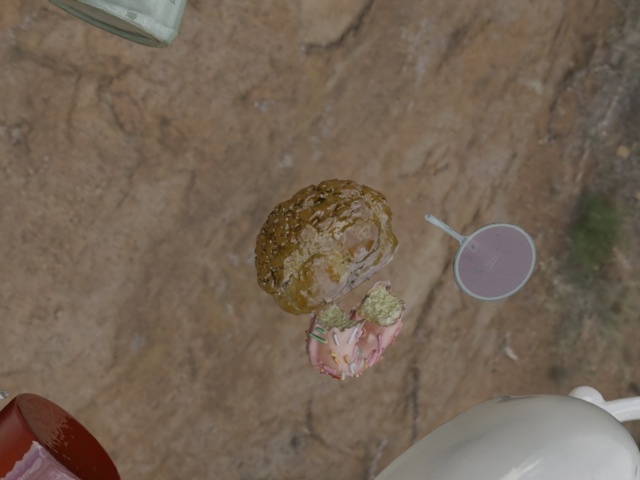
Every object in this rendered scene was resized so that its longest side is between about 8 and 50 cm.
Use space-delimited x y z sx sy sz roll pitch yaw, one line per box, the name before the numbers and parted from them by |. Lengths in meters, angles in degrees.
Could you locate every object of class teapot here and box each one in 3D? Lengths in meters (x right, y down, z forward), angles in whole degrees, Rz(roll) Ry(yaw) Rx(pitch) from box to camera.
teapot | 0.127 0.181 0.688 0.300 0.166 0.208 -22 141 -7

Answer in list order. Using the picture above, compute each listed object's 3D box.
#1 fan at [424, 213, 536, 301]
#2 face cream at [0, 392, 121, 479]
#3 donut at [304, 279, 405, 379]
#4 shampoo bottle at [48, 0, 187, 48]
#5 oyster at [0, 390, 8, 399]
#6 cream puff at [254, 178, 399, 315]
fan | 0.151 0.009 1.078 0.133 0.005 0.085 33 102 -23
face cream | -0.236 0.205 0.723 0.214 0.096 0.096 -45 139 2
donut | 0.041 0.123 1.389 0.166 0.065 0.117 -21 135 -48
shampoo bottle | -0.137 -0.289 0.931 0.118 0.087 0.234 22 85 -23
oyster | -0.389 0.039 0.896 0.100 0.271 0.275 -71 146 -64
cream puff | 0.000 0.000 1.178 0.165 0.150 0.115 -44 104 -30
